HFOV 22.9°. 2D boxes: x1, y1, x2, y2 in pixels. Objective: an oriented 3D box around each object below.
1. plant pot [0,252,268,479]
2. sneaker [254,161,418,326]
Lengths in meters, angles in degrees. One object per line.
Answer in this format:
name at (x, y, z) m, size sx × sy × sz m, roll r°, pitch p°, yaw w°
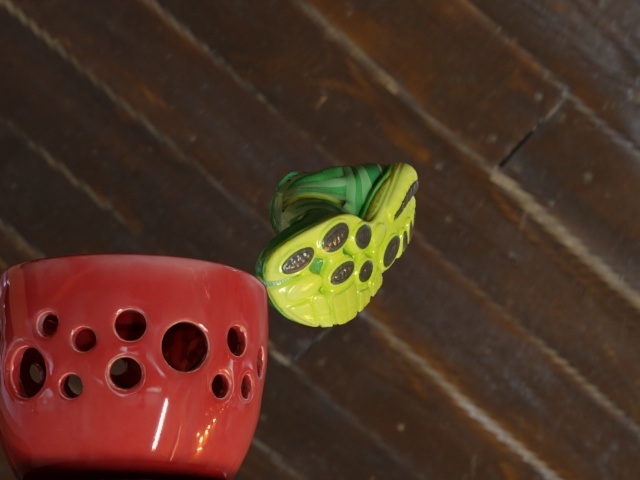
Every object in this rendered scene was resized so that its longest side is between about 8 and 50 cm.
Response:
plant pot at (-0.129, 0.112, 1.064) m, size 0.191 × 0.191 × 0.174 m, roll -7°, pitch 76°, yaw 22°
sneaker at (0.000, 0.000, 1.484) m, size 0.124 × 0.295 × 0.109 m, roll 7°, pitch 109°, yaw 20°
